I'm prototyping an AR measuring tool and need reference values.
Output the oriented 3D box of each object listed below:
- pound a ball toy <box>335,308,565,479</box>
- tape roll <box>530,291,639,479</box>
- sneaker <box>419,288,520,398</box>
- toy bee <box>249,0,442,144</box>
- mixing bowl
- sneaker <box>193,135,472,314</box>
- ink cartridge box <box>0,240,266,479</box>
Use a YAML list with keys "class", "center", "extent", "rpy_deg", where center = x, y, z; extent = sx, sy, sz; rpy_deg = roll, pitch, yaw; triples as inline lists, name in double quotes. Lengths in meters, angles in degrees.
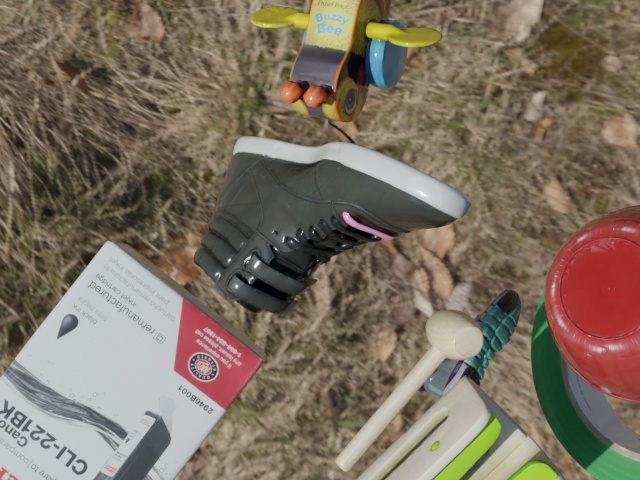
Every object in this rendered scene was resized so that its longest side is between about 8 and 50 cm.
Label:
- class: "pound a ball toy"
  center: [0.084, 0.232, 1.057]
  extent: [0.208, 0.136, 0.319]
  rpy_deg: [43, 94, -15]
- class: "tape roll"
  center: [0.399, 0.133, 1.216]
  extent: [0.077, 0.321, 0.321]
  rpy_deg: [4, 105, -47]
- class: "sneaker"
  center: [0.236, 0.161, 1.718]
  extent: [0.224, 0.098, 0.083]
  rpy_deg: [-53, 134, -23]
- class: "toy bee"
  center: [0.027, -0.183, 1.065]
  extent: [0.162, 0.195, 0.298]
  rpy_deg: [-18, 97, -64]
- class: "mixing bowl"
  center: [0.266, 0.049, 0.921]
  extent: [0.098, 0.181, 0.182]
  rpy_deg: [15, 99, -55]
- class: "sneaker"
  center: [0.000, 0.000, 0.868]
  extent: [0.104, 0.295, 0.147]
  rpy_deg: [26, 81, -35]
- class: "ink cartridge box"
  center: [-0.214, 0.165, 1.071]
  extent: [0.197, 0.114, 0.273]
  rpy_deg: [38, 88, -1]
